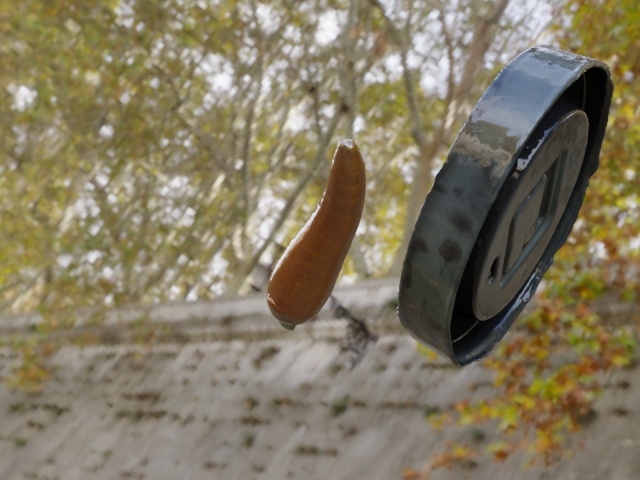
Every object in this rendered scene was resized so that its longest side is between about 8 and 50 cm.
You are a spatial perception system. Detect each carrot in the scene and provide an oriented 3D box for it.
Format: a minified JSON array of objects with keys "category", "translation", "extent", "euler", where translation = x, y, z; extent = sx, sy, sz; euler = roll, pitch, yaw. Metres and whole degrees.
[{"category":"carrot","translation":[0.000,0.000,0.653],"extent":[0.035,0.035,0.142],"euler":[30,-49,7]}]

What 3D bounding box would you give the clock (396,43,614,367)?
[{"category":"clock","translation":[0.183,-0.033,1.195],"extent":[0.067,0.325,0.325],"euler":[27,-25,22]}]
